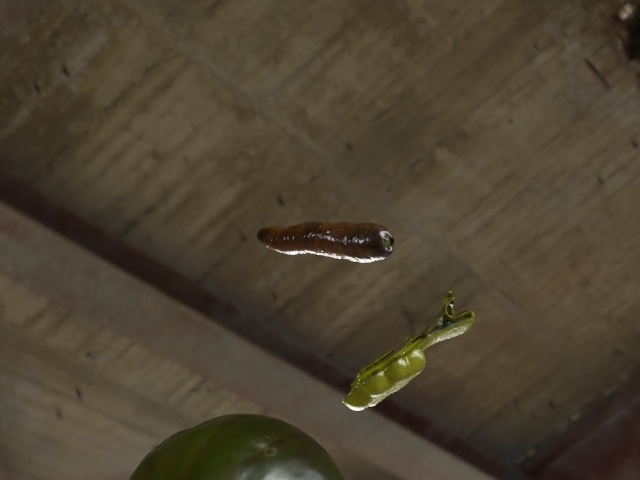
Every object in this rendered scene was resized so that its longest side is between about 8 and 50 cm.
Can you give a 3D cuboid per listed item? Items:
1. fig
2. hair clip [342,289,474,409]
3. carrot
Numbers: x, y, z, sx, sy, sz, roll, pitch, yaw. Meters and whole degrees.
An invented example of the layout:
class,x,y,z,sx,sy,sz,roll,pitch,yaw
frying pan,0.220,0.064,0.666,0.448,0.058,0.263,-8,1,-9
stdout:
class,x,y,z,sx,sy,sz,roll,pitch,yaw
fig,-0.080,0.175,0.704,0.151,0.151,0.259,-48,-24,20
hair clip,0.094,0.129,1.406,0.173,0.046,0.072,-38,-16,-20
carrot,0.000,-0.002,1.149,0.036,0.165,0.035,-6,-82,-48
